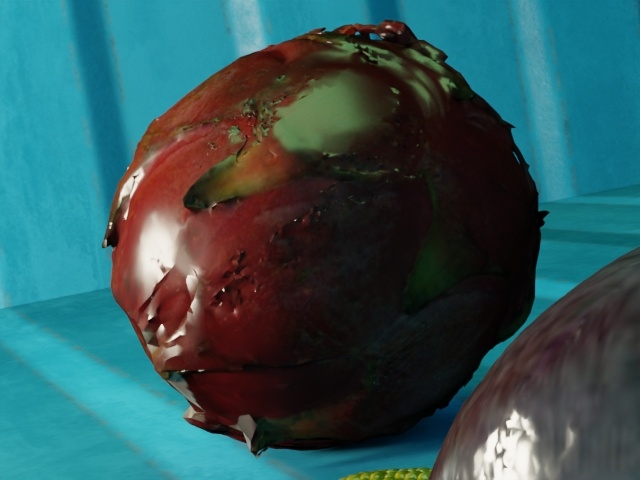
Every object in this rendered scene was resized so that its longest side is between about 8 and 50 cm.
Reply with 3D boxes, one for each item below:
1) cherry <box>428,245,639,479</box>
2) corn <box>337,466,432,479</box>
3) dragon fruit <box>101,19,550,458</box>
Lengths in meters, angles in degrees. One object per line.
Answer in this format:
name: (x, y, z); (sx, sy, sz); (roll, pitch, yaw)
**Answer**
cherry: (0.143, 0.084, 0.549); (0.213, 0.183, 0.266); (5, -19, -40)
corn: (0.084, 0.136, 0.765); (0.203, 0.072, 0.072); (-5, 7, 36)
dragon fruit: (0.000, 0.000, 1.222); (0.302, 0.295, 0.295); (-38, 6, -1)
